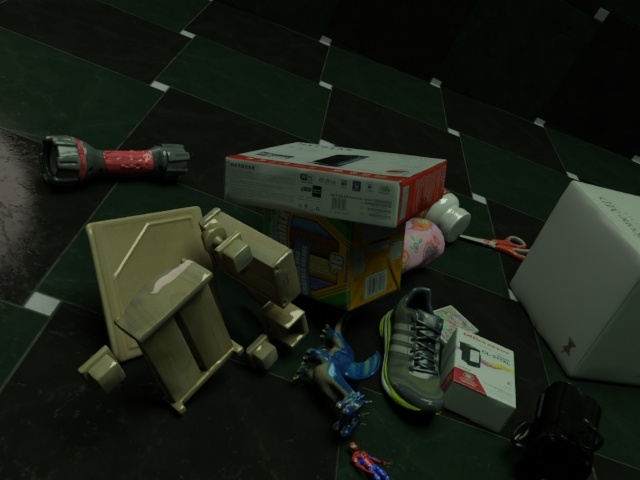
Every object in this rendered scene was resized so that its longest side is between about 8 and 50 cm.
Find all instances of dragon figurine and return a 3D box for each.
[{"bbox_3d":[0.048,0.221,1.237,0.144,0.085,0.289,30,26,8],"label":"dragon figurine"}]

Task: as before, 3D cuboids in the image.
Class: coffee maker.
[{"bbox_3d":[0.433,0.334,1.252,0.120,0.171,0.178,53,34,-4],"label":"coffee maker"}]

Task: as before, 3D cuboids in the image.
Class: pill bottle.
[{"bbox_3d":[0.280,-0.094,1.872,0.121,0.121,0.216,-13,46,-47],"label":"pill bottle"}]

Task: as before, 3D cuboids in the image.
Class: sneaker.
[{"bbox_3d":[0.176,0.197,1.334,0.111,0.121,0.300,15,31,-15],"label":"sneaker"}]

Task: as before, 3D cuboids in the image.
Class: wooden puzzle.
[{"bbox_3d":[-0.269,0.066,1.187,0.044,0.221,0.238,-10,2,40],"label":"wooden puzzle"}]

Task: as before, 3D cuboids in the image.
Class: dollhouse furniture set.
[{"bbox_3d":[-0.213,0.134,1.124,0.173,0.303,0.355,28,57,32],"label":"dollhouse furniture set"}]

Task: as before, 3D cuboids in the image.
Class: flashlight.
[{"bbox_3d":[-0.420,-0.168,1.505,0.304,0.103,0.103,-6,40,-40],"label":"flashlight"}]

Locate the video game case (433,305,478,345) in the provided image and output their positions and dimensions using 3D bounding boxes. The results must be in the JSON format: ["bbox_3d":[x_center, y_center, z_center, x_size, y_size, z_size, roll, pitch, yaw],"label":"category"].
[{"bbox_3d":[0.273,0.181,1.540,0.122,0.011,0.087,-10,44,-44],"label":"video game case"}]

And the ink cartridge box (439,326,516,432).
[{"bbox_3d":[0.297,0.260,1.370,0.127,0.072,0.175,24,30,0],"label":"ink cartridge box"}]

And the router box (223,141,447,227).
[{"bbox_3d":[0.036,-0.115,1.358,0.335,0.082,0.301,10,16,22],"label":"router box"}]

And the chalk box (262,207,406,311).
[{"bbox_3d":[0.000,0.000,1.419,0.288,0.179,0.180,17,21,37],"label":"chalk box"}]

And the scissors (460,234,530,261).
[{"bbox_3d":[0.465,0.014,1.934,0.297,0.021,0.109,6,36,-31],"label":"scissors"}]

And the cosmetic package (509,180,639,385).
[{"bbox_3d":[0.729,0.111,1.664,0.393,0.328,0.329,10,33,-22],"label":"cosmetic package"}]

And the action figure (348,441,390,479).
[{"bbox_3d":[0.084,0.356,1.112,0.038,0.030,0.115,-19,49,-44],"label":"action figure"}]

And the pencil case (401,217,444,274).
[{"bbox_3d":[0.161,0.030,1.602,0.124,0.124,0.284,39,34,23],"label":"pencil case"}]
